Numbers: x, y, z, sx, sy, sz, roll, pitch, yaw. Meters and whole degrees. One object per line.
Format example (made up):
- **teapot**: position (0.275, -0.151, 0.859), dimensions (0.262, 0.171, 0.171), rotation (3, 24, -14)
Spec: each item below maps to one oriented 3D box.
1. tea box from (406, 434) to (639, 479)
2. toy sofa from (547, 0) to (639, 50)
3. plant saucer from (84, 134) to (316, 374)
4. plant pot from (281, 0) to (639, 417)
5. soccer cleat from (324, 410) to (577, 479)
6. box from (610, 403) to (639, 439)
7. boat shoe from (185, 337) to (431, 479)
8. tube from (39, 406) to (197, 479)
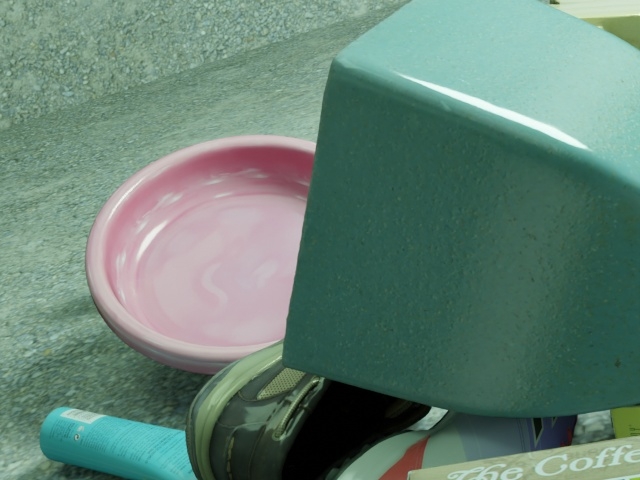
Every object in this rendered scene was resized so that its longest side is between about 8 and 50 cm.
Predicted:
- **tea box**: position (0.201, 0.230, 0.408), dimensions (0.329, 0.220, 0.323), rotation (-11, 21, 14)
- **toy sofa**: position (0.403, -0.175, 1.178), dimensions (0.362, 0.150, 0.177), rotation (-2, 23, 11)
- **plant saucer**: position (-0.081, 0.022, 1.238), dimensions (0.332, 0.084, 0.332), rotation (-3, 46, 3)
- **plant pot**: position (0.150, -0.020, 0.826), dimensions (0.252, 0.247, 0.248), rotation (20, 33, 17)
- **soccer cleat**: position (0.130, 0.165, 0.846), dimensions (0.116, 0.108, 0.318), rotation (34, 39, 29)
- **box**: position (0.270, 0.101, 0.891), dimensions (0.058, 0.087, 0.232), rotation (-6, 22, 24)
- **boat shoe**: position (0.049, 0.113, 1.012), dimensions (0.355, 0.132, 0.130), rotation (-39, 38, -28)
- **tube**: position (-0.169, 0.193, 1.064), dimensions (0.207, 0.052, 0.080), rotation (4, 33, 34)
